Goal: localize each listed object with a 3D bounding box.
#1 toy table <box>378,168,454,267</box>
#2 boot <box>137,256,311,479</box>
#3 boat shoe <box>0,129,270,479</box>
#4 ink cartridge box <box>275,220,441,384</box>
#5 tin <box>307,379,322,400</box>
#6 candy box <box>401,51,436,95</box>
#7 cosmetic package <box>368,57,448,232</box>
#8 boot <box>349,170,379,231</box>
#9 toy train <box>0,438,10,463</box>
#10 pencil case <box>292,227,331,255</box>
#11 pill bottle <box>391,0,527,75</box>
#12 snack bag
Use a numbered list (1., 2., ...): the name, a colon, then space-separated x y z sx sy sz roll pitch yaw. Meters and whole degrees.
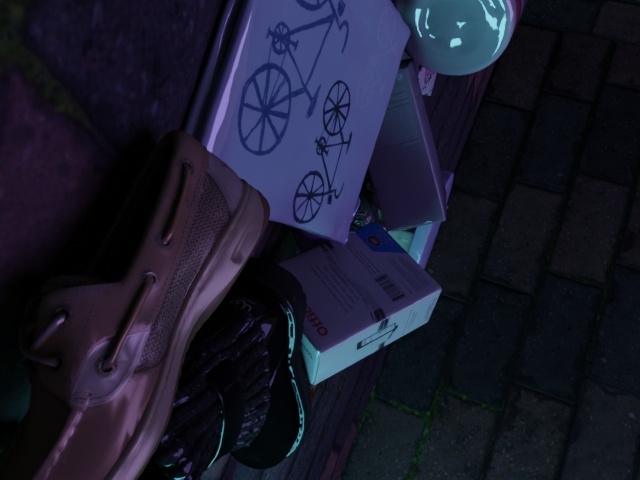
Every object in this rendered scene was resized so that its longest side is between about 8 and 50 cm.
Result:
1. toy table: 0.163 -0.033 1.257 0.252 0.160 0.274 -5 114 -73
2. boot: -0.119 0.214 0.654 0.260 0.131 0.348 -58 154 -47
3. boat shoe: -0.161 0.069 0.426 0.110 0.121 0.341 45 55 -31
4. ink cartridge box: 0.035 0.078 0.807 0.203 0.148 0.086 -23 145 -26
5. tin: -0.050 0.199 0.912 0.190 0.106 0.040 -55 149 -47
6. candy box: 0.188 -0.377 1.118 0.165 0.070 0.196 -32 137 -66
7. cosmetic package: 0.122 -0.146 0.911 0.127 0.107 0.238 -61 138 -65
8. boot: 0.047 -0.056 0.978 0.229 0.091 0.263 36 58 -73
9. toy train: -0.233 0.153 0.415 0.083 0.017 0.024 40 59 -73
10. pencil case: 0.000 0.000 0.900 0.206 0.086 0.088 90 -10 -53
11. pill bottle: 0.239 -0.408 0.903 0.176 0.176 0.318 89 25 -50
12. snack bag: -0.004 -0.172 0.667 0.342 0.037 0.323 16 90 -61
